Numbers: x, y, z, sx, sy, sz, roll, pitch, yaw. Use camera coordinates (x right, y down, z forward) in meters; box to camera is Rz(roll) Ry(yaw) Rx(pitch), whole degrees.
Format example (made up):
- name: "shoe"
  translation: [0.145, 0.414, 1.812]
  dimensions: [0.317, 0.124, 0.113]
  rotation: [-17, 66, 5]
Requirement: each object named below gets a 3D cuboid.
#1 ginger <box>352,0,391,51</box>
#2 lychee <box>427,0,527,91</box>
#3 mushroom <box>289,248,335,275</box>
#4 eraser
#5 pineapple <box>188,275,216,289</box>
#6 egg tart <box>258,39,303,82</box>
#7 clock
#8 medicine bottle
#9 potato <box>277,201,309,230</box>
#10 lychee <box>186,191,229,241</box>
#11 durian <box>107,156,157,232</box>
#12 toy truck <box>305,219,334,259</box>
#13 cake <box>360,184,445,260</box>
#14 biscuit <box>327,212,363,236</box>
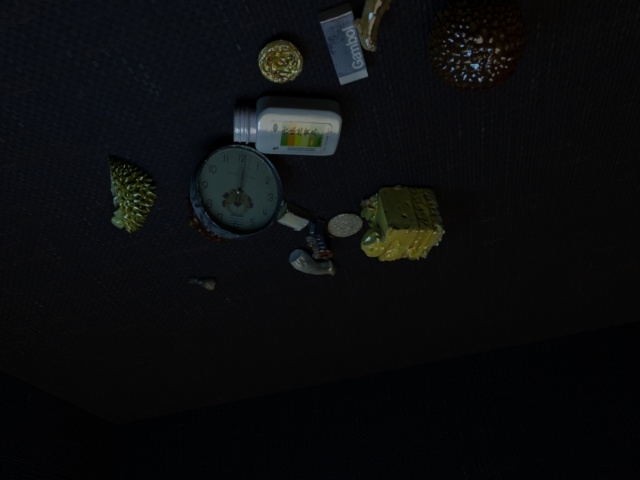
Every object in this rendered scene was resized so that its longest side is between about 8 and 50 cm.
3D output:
- name: "ginger"
  translation: [0.170, -0.637, 1.215]
  dimensions: [0.147, 0.081, 0.334]
  rotation: [8, 135, -25]
- name: "lychee"
  translation: [0.414, -0.509, 1.293]
  dimensions: [0.267, 0.268, 0.268]
  rotation: [-5, 143, -3]
- name: "mushroom"
  translation: [-0.029, 0.107, 2.171]
  dimensions: [0.223, 0.092, 0.081]
  rotation: [22, 178, -28]
- name: "eraser"
  translation: [0.068, -0.538, 1.364]
  dimensions: [0.091, 0.046, 0.213]
  rotation: [-16, 142, 10]
- name: "pineapple"
  translation: [-0.534, 0.186, 2.228]
  dimensions: [0.124, 0.058, 0.058]
  rotation: [17, 139, -8]
- name: "egg tart"
  translation: [-0.111, -0.505, 1.378]
  dimensions: [0.128, 0.050, 0.129]
  rotation: [-1, 139, -1]
- name: "clock"
  translation: [-0.265, -0.158, 1.603]
  dimensions: [0.312, 0.313, 0.061]
  rotation: [18, 166, -30]
- name: "medicine bottle"
  translation: [-0.105, -0.352, 1.521]
  dimensions: [0.323, 0.124, 0.179]
  rotation: [2, 143, -10]
- name: "potato"
  translation: [-0.106, -0.091, 1.914]
  dimensions: [0.122, 0.061, 0.086]
  rotation: [22, 134, -36]
- name: "lychee"
  translation: [-0.338, -0.111, 1.720]
  dimensions: [0.271, 0.236, 0.236]
  rotation: [-18, 148, -24]
- name: "durian"
  translation: [-0.664, -0.133, 1.701]
  dimensions: [0.166, 0.172, 0.306]
  rotation: [22, 149, 2]
- name: "toy truck"
  translation: [0.000, 0.000, 2.018]
  dimensions: [0.092, 0.083, 0.192]
  rotation: [-1, 145, 14]
- name: "cake"
  translation: [0.288, -0.060, 1.883]
  dimensions: [0.285, 0.228, 0.223]
  rotation: [2, 143, -11]
- name: "biscuit"
  translation: [0.100, -0.064, 2.017]
  dimensions: [0.151, 0.020, 0.152]
  rotation: [-5, 142, -4]
